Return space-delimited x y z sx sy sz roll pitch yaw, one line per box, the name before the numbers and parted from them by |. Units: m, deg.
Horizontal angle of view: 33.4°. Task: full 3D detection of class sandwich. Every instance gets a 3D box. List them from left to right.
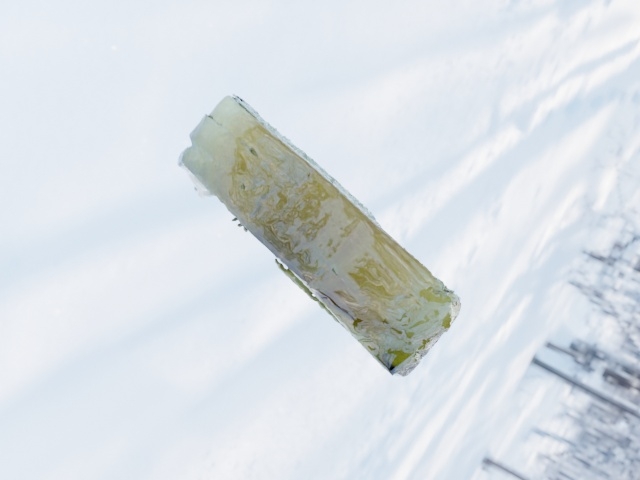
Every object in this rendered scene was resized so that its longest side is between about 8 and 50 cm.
sandwich | 0.001 -0.001 0.867 0.087 0.251 0.226 -48 172 -1
